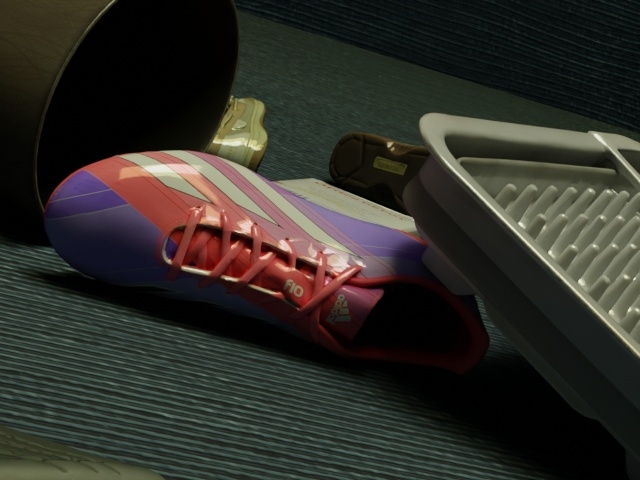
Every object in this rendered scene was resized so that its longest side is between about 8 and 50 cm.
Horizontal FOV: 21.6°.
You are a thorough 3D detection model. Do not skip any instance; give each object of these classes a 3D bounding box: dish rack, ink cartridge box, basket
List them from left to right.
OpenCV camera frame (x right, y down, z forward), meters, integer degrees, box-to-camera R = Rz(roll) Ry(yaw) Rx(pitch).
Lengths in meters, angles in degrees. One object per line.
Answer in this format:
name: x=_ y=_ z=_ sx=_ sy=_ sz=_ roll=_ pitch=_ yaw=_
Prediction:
basket: x=-0.198 y=-0.110 z=1.012 sx=0.227 sy=0.154 sz=0.204 roll=18 pitch=36 yaw=24
ink cartridge box: x=0.000 y=0.000 z=1.052 sx=0.088 sy=0.052 sz=0.122 roll=24 pitch=14 yaw=20
dish rack: x=0.196 y=0.048 z=0.945 sx=0.285 sy=0.072 sz=0.333 roll=48 pitch=24 yaw=25

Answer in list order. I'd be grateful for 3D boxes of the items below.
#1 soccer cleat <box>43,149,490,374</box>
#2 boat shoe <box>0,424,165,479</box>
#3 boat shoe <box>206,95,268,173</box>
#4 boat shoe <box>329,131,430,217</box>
soccer cleat: x=-0.022 y=0.015 z=0.892 sx=0.248 sy=0.083 sz=0.095 roll=16 pitch=16 yaw=-26
boat shoe: x=-0.137 y=0.088 z=0.350 sx=0.118 sy=0.103 sz=0.320 roll=13 pitch=4 yaw=19
boat shoe: x=-0.074 y=-0.085 z=1.327 sx=0.048 sy=0.056 sz=0.153 roll=21 pitch=18 yaw=-13
boat shoe: x=0.094 y=-0.042 z=1.383 sx=0.072 sy=0.068 sz=0.190 roll=24 pitch=4 yaw=-46
